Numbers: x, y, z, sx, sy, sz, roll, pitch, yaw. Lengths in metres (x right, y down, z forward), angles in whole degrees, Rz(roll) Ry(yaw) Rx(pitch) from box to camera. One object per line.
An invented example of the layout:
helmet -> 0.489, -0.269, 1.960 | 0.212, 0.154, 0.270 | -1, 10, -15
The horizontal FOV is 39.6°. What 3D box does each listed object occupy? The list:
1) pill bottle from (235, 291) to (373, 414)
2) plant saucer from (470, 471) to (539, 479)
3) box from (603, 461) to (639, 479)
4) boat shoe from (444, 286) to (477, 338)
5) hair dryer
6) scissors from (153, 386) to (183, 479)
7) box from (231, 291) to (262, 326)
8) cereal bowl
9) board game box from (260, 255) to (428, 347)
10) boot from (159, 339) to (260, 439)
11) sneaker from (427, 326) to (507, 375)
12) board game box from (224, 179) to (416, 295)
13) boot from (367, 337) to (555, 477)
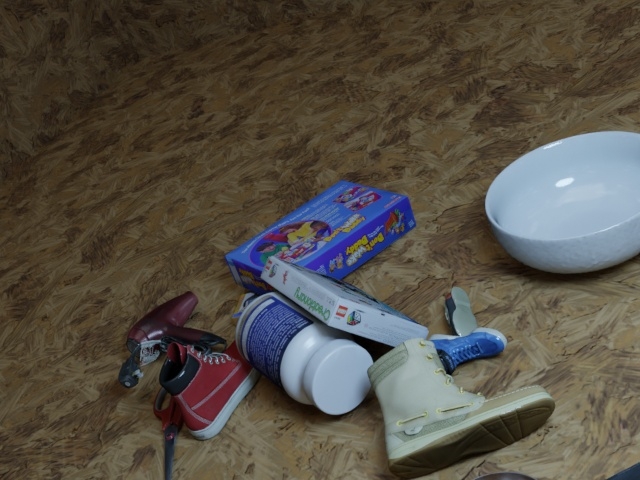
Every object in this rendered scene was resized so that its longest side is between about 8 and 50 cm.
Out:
pill bottle -> -0.029, 0.198, 1.571 | 0.153, 0.153, 0.265 | -36, 30, -18
plant saucer -> 0.239, 0.384, 1.191 | 0.169, 0.029, 0.168 | -18, 31, 11
box -> 0.385, 0.366, 1.067 | 0.191, 0.045, 0.184 | -24, 36, -8
boat shoe -> 0.244, 0.138, 1.574 | 0.137, 0.049, 0.043 | -90, 26, -56
hair dryer -> -0.299, 0.207, 1.868 | 0.224, 0.080, 0.293 | -10, 33, 1
scissors -> -0.285, 0.358, 1.653 | 0.109, 0.021, 0.297 | -13, 33, 17
box -> -0.113, 0.135, 1.868 | 0.136, 0.028, 0.081 | -15, 30, 22
cereal bowl -> 0.476, -0.052, 1.599 | 0.339, 0.141, 0.339 | -19, 30, 12
board game box -> 0.036, 0.112, 1.604 | 0.305, 0.193, 0.053 | 27, 95, 62
boot -> -0.201, 0.220, 1.646 | 0.089, 0.176, 0.244 | -7, 33, 32
sneaker -> 0.231, 0.191, 1.475 | 0.152, 0.058, 0.084 | -7, 28, 37
board game box -> 0.000, 0.000, 1.915 | 0.347, 0.078, 0.233 | -34, 30, -25
boot -> 0.206, 0.229, 1.363 | 0.262, 0.095, 0.203 | -26, 44, 12
